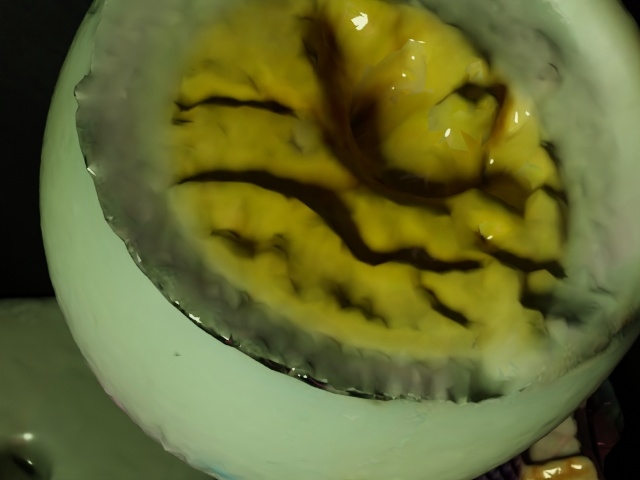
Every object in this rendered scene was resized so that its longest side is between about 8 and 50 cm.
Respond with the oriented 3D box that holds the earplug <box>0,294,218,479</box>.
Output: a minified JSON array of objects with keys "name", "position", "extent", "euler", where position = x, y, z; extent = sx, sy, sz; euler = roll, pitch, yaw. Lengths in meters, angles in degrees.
[{"name":"earplug","position":[-0.233,0.285,1.179],"extent":[0.312,0.313,0.394],"euler":[1,138,-5]}]

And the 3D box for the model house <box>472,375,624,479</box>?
[{"name":"model house","position":[0.142,0.185,1.148],"extent":[0.202,0.237,0.237],"euler":[-14,136,13]}]

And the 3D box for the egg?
[{"name":"egg","position":[0.000,0.000,0.881],"extent":[0.354,0.355,0.340],"euler":[9,152,-13]}]
